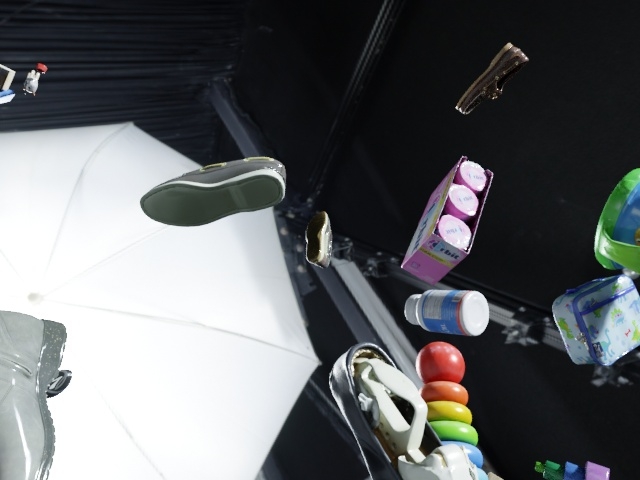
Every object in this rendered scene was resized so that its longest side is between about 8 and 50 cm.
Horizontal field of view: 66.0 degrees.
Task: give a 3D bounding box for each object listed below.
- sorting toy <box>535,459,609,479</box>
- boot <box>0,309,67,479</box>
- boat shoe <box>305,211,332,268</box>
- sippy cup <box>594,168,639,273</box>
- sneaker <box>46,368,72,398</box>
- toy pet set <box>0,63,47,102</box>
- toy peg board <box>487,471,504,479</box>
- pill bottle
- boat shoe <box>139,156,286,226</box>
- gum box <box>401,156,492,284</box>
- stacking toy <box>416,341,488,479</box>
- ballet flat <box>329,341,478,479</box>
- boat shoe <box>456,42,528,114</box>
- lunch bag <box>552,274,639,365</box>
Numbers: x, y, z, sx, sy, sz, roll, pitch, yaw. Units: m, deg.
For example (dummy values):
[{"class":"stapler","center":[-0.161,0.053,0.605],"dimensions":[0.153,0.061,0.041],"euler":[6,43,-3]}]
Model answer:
[{"class":"sorting toy","center":[0.423,0.488,0.894],"dimensions":[0.126,0.127,0.365],"euler":[11,-42,28]},{"class":"boot","center":[-0.363,0.168,0.503],"dimensions":[0.084,0.161,0.246],"euler":[-28,-127,21]},{"class":"boat shoe","center":[0.000,0.000,1.100],"dimensions":[0.056,0.049,0.152],"euler":[-22,-141,30]},{"class":"sippy cup","center":[0.752,-0.016,1.041],"dimensions":[0.224,0.305,0.240],"euler":[29,-12,48]},{"class":"sneaker","center":[-0.747,0.378,1.280],"dimensions":[0.078,0.188,0.067],"euler":[112,-38,-50]},{"class":"toy pet set","center":[-0.512,-0.256,0.764],"dimensions":[0.114,0.122,0.065],"euler":[-7,-115,47]},{"class":"toy peg board","center":[0.603,0.891,1.650],"dimensions":[0.161,0.161,0.079],"euler":[27,-12,20]},{"class":"pill bottle","center":[0.356,0.204,1.419],"dimensions":[0.222,0.124,0.124],"euler":[-6,-83,53]},{"class":"boat shoe","center":[-0.164,-0.077,0.766],"dimensions":[0.068,0.228,0.081],"euler":[-88,168,-52]},{"class":"gum box","center":[0.204,-0.036,0.785],"dimensions":[0.062,0.188,0.107],"euler":[29,-35,0]},{"class":"stacking toy","center":[0.214,0.332,0.856],"dimensions":[0.141,0.141,0.330],"euler":[127,-27,-50]},{"class":"ballet flat","center":[0.068,0.158,0.372],"dimensions":[0.203,0.074,0.074],"euler":[56,-37,41]},{"class":"boat shoe","center":[0.447,-0.409,1.292],"dimensions":[0.073,0.073,0.207],"euler":[47,-58,13]},{"class":"lunch bag","center":[0.655,0.181,1.148],"dimensions":[0.090,0.219,0.175],"euler":[-30,-103,64]}]
